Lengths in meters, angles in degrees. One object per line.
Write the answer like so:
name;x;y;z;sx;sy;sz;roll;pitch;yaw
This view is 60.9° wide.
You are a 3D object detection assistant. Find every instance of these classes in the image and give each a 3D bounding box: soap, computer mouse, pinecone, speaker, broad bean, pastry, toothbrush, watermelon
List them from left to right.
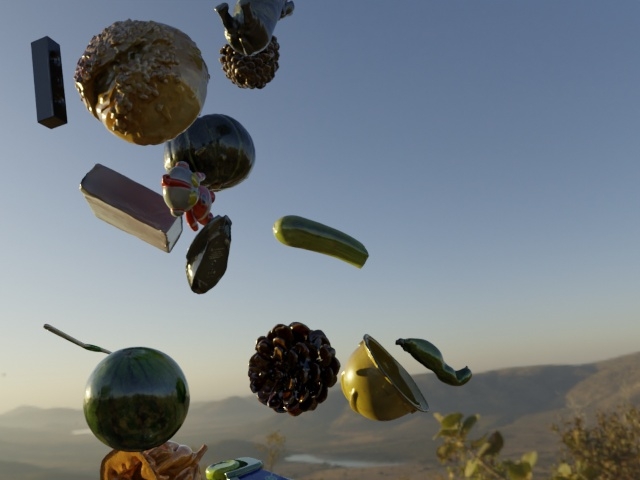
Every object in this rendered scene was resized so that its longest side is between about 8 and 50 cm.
speaker;-0.568;-0.330;1.137;0.046;0.191;0.040;-16;-15;13
toothbrush;-0.687;0.317;1.630;0.030;0.030;0.304;-17;-44;40
soap;-0.572;-0.087;1.676;0.286;0.107;0.296;28;-19;-7
pastry;-0.400;-0.369;1.199;0.285;0.315;0.184;-35;-25;-2
watermelon;-0.339;0.305;1.017;0.188;0.214;0.188;-6;15;2
computer mouse;-0.254;0.029;1.223;0.062;0.192;0.106;23;11;28
pinecone;-0.220;-0.586;1.733;0.179;0.204;0.184;17;-14;8
pinecone;-0.065;0.270;1.155;0.208;0.207;0.207;-4;-15;-1
broad bean;0.265;0.279;1.268;0.214;0.070;0.048;31;-35;-14

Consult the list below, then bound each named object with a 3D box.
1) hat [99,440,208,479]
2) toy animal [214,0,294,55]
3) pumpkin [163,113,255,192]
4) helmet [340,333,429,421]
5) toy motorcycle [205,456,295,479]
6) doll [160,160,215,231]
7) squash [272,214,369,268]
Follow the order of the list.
hat;-0.355;0.535;1.291;0.234;0.244;0.233;9;15;34
toy animal;-0.144;-0.586;1.346;0.106;0.343;0.168;1;-51;19
pumpkin;-0.385;-0.294;1.901;0.323;0.241;0.323;-20;-8;-3
helmet;0.129;0.347;1.279;0.140;0.205;0.257;-38;-49;6
toy motorcycle;-0.162;0.695;1.452;0.200;0.191;0.327;-2;-10;-38
doll;-0.295;-0.103;1.224;0.076;0.142;0.245;0;-13;7
squash;0.000;0.000;1.377;0.250;0.083;0.083;19;-20;-11
